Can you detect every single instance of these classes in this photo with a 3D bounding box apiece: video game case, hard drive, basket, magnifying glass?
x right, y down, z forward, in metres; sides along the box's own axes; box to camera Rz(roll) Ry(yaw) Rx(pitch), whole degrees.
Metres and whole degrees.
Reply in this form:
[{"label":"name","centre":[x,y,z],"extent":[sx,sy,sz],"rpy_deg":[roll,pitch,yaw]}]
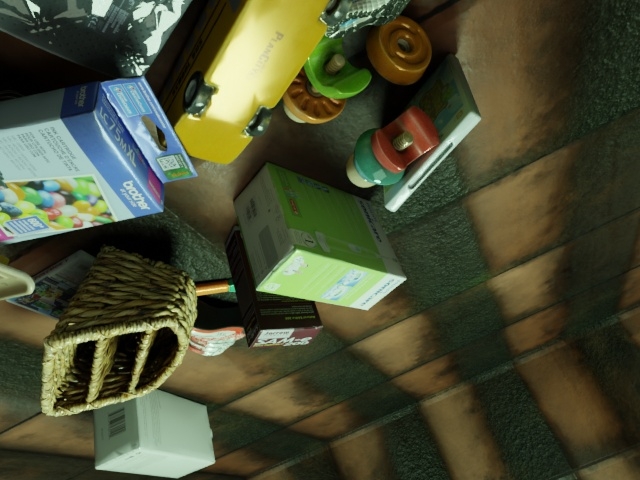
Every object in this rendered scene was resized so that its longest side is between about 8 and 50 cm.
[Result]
[{"label":"video game case","centre":[-0.476,0.107,1.003],"extent":[0.183,0.023,0.201],"rpy_deg":[-28,146,10]},{"label":"hard drive","centre":[-0.281,-0.290,0.534],"extent":[0.254,0.054,0.172],"rpy_deg":[18,130,-42]},{"label":"basket","centre":[-0.360,0.200,0.921],"extent":[0.213,0.223,0.299],"rpy_deg":[21,132,-13]},{"label":"magnifying glass","centre":[-0.188,0.101,1.141],"extent":[0.230,0.026,0.092],"rpy_deg":[-5,143,-21]},{"label":"video game case","centre":[0.161,-0.175,0.790],"extent":[0.023,0.213,0.193],"rpy_deg":[27,127,-18]}]

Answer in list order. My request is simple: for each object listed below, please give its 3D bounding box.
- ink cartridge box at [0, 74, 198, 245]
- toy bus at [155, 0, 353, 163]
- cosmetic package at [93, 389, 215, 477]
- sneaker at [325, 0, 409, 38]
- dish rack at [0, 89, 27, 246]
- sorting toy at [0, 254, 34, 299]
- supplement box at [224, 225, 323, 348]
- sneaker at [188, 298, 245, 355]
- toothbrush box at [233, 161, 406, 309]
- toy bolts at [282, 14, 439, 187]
[{"label":"ink cartridge box","centre":[-0.331,-0.088,0.621],"extent":[0.310,0.065,0.186],"rpy_deg":[-13,145,1]},{"label":"toy bus","centre":[-0.093,-0.243,0.628],"extent":[0.108,0.130,0.333],"rpy_deg":[13,133,-37]},{"label":"cosmetic package","centre":[-0.483,0.574,1.484],"extent":[0.155,0.197,0.365],"rpy_deg":[-26,144,8]},{"label":"sneaker","centre":[0.060,-0.325,0.653],"extent":[0.162,0.073,0.063],"rpy_deg":[-27,175,-27]},{"label":"dish rack","centre":[-0.479,-0.073,0.716],"extent":[0.271,0.074,0.208],"rpy_deg":[-22,144,5]},{"label":"sorting toy","centre":[-0.520,0.020,0.693],"extent":[0.193,0.038,0.208],"rpy_deg":[-11,143,44]},{"label":"supplement box","centre":[-0.097,0.086,0.976],"extent":[0.130,0.240,0.073],"rpy_deg":[3,139,-30]},{"label":"sneaker","centre":[-0.289,0.211,1.169],"extent":[0.145,0.090,0.270],"rpy_deg":[-40,148,24]},{"label":"toothbrush box","centre":[0.000,0.000,0.940],"extent":[0.283,0.206,0.122],"rpy_deg":[14,132,-41]},{"label":"toy bolts","centre":[0.070,-0.194,0.749],"extent":[0.218,0.229,0.158],"rpy_deg":[-31,-179,-26]}]
